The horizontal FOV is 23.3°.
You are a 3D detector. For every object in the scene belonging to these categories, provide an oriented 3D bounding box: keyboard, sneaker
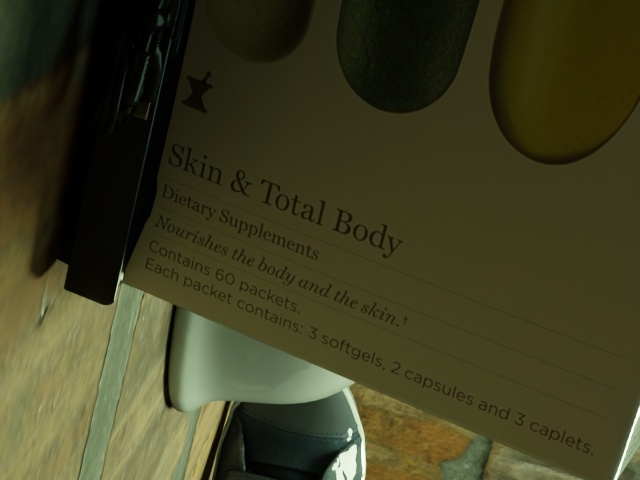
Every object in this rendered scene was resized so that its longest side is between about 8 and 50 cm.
[{"bbox_3d":[-0.047,-0.072,0.444,0.108,0.023,0.180,-85,-171,-71],"label":"keyboard"},{"bbox_3d":[-0.037,0.251,1.203,0.127,0.126,0.321,-151,-108,-88],"label":"sneaker"}]

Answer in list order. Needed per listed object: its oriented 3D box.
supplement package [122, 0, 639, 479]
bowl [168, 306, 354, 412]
[{"bbox_3d":[0.078,-0.092,0.577,0.198,0.199,0.263,-30,138,-62],"label":"supplement package"},{"bbox_3d":[0.021,-0.031,0.867,0.298,0.134,0.298,16,90,-86],"label":"bowl"}]
